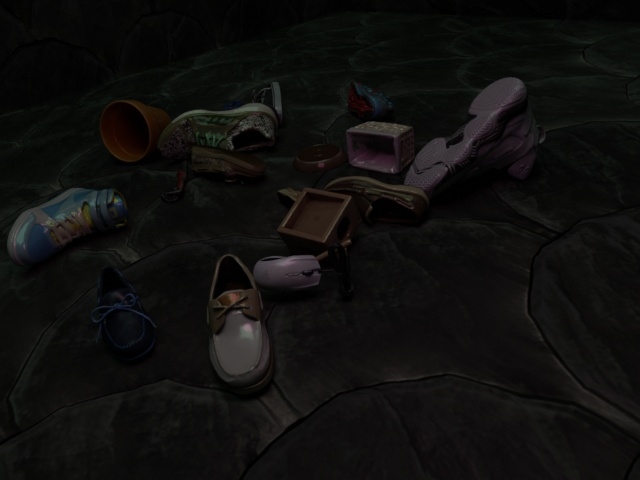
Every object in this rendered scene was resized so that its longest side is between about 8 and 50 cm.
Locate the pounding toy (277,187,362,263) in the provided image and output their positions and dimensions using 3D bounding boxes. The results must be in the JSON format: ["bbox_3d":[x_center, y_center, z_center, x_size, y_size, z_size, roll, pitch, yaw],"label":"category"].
[{"bbox_3d":[0.005,0.006,1.108,0.180,0.094,0.206,14,61,33],"label":"pounding toy"}]

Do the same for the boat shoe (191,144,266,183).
[{"bbox_3d":[-0.274,-0.220,1.564,0.285,0.090,0.104,20,18,36],"label":"boat shoe"}]

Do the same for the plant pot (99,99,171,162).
[{"bbox_3d":[-0.623,-0.390,1.838,0.204,0.205,0.188,2,19,19],"label":"plant pot"}]

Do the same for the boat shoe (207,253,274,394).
[{"bbox_3d":[-0.154,0.136,0.928,0.113,0.104,0.302,-16,32,-8],"label":"boat shoe"}]

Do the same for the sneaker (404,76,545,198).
[{"bbox_3d":[0.383,-0.192,1.269,0.366,0.210,0.137,-46,33,8],"label":"sneaker"}]

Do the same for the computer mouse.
[{"bbox_3d":[-0.037,0.064,1.004,0.192,0.106,0.042,-6,5,5],"label":"computer mouse"}]

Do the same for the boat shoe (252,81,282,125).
[{"bbox_3d":[-0.204,-0.512,1.966,0.104,0.113,0.306,0,40,-9],"label":"boat shoe"}]

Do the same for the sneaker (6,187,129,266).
[{"bbox_3d":[-0.619,-0.047,1.340,0.208,0.127,0.319,-2,34,16],"label":"sneaker"}]

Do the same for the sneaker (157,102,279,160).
[{"bbox_3d":[-0.325,-0.327,1.690,0.409,0.158,0.182,-15,41,-3],"label":"sneaker"}]

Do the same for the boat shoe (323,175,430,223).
[{"bbox_3d":[0.117,-0.088,1.216,0.257,0.095,0.095,5,41,23],"label":"boat shoe"}]

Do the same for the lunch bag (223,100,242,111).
[{"bbox_3d":[-0.337,-0.503,2.033,0.067,0.065,0.098,-7,31,7],"label":"lunch bag"}]

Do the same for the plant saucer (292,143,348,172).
[{"bbox_3d":[-0.003,-0.251,1.571,0.168,0.029,0.169,-7,32,4],"label":"plant saucer"}]

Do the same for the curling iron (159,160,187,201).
[{"bbox_3d":[-0.433,-0.190,1.593,0.068,0.035,0.274,-10,32,2],"label":"curling iron"}]

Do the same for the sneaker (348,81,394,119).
[{"bbox_3d":[0.177,-0.479,1.840,0.125,0.104,0.262,-1,33,-18],"label":"sneaker"}]

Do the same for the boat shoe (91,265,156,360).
[{"bbox_3d":[-0.398,0.135,1.016,0.108,0.089,0.258,-27,36,-25],"label":"boat shoe"}]

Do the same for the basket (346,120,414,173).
[{"bbox_3d":[0.169,-0.263,1.458,0.167,0.114,0.103,16,39,36],"label":"basket"}]

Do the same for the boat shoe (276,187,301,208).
[{"bbox_3d":[-0.065,-0.106,1.337,0.045,0.050,0.135,-29,36,-18],"label":"boat shoe"}]
